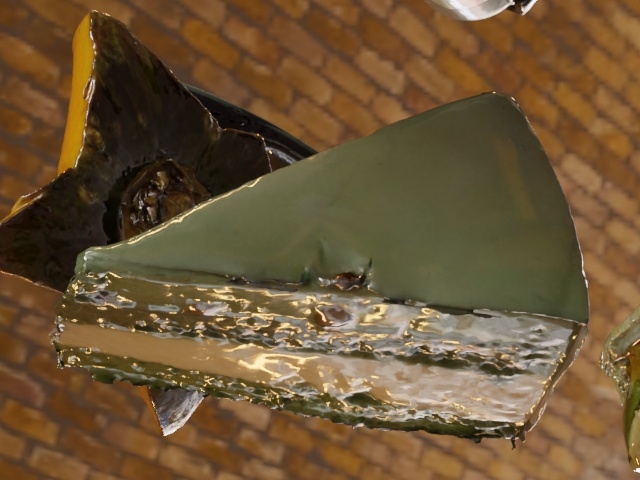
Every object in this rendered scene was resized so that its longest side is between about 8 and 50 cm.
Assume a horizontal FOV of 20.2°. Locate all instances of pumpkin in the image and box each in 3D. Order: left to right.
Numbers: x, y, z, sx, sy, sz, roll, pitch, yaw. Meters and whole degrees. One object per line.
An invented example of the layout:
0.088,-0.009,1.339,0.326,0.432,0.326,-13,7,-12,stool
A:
-0.150,-0.009,1.527,0.290,0.095,0.258,42,-112,-35,pumpkin

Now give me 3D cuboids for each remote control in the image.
-0.089,-0.110,1.831,0.222,0.072,0.042,25,-110,-30,remote control

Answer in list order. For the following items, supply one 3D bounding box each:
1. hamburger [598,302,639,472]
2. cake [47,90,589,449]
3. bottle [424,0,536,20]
0.420,0.143,1.806,0.285,0.134,0.265,21,-63,-40,hamburger
-0.006,0.001,1.027,0.158,0.283,0.172,109,165,-55,cake
0.076,-0.188,1.080,0.079,0.096,0.253,-57,-17,3,bottle
